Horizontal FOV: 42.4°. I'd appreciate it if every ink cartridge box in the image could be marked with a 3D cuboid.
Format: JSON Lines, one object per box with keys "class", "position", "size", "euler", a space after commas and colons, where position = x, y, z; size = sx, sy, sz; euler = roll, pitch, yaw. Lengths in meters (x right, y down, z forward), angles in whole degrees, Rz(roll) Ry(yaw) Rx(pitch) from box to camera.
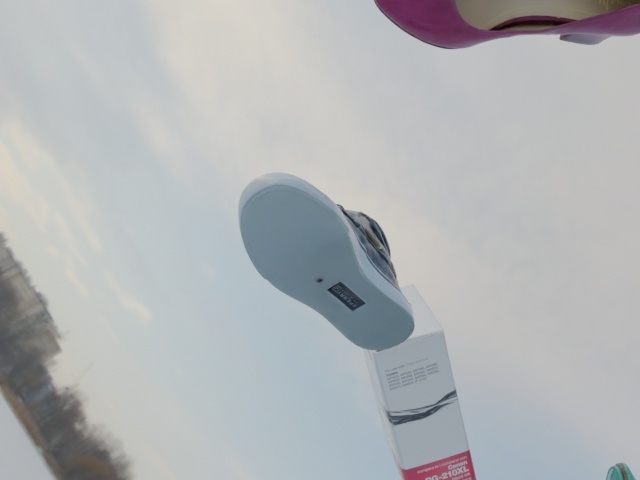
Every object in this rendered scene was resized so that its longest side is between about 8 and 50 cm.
{"class": "ink cartridge box", "position": [0.126, 0.203, 1.141], "size": [0.172, 0.100, 0.237], "euler": [-114, -172, -70]}

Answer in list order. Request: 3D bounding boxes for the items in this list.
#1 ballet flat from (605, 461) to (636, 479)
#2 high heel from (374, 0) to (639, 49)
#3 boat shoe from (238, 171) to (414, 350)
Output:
{"class": "ballet flat", "position": [0.410, 0.412, 1.045], "size": [0.087, 0.247, 0.083], "euler": [7, -25, 3]}
{"class": "high heel", "position": [0.263, -0.323, 1.044], "size": [0.181, 0.377, 0.127], "euler": [163, -76, -72]}
{"class": "boat shoe", "position": [0.000, 0.000, 0.560], "size": [0.183, 0.065, 0.083], "euler": [49, 19, -42]}
